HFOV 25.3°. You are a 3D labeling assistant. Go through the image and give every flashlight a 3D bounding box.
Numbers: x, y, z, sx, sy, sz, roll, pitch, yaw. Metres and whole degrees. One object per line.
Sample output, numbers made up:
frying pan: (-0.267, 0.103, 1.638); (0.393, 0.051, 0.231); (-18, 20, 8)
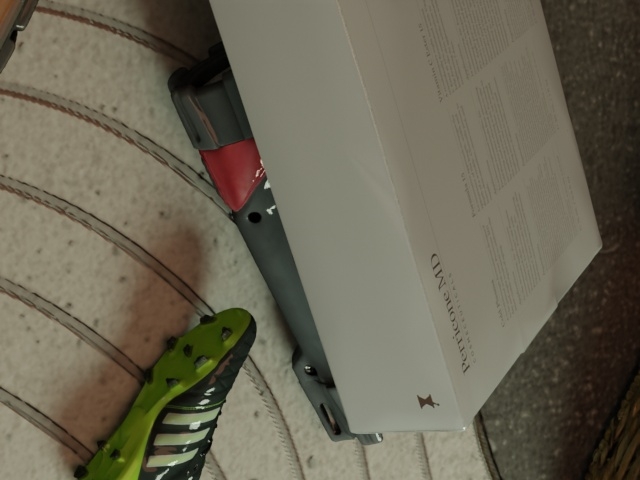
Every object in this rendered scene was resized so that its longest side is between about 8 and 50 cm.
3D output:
flashlight: (0.000, 0.000, 1.016); (0.103, 0.103, 0.304); (-42, 115, -31)

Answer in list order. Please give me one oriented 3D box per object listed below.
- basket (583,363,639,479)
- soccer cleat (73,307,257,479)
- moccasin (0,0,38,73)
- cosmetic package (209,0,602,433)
basket: (0.380, 0.205, 1.187); (0.223, 0.213, 0.299); (32, 83, -28)
soccer cleat: (-0.099, 0.127, 1.012); (0.179, 0.060, 0.072); (-52, 127, -5)
moccasin: (-0.217, -0.256, 0.836); (0.147, 0.139, 0.380); (10, 93, -28)
cosmetic package: (0.065, -0.102, 0.965); (0.284, 0.097, 0.377); (-42, 120, -54)
